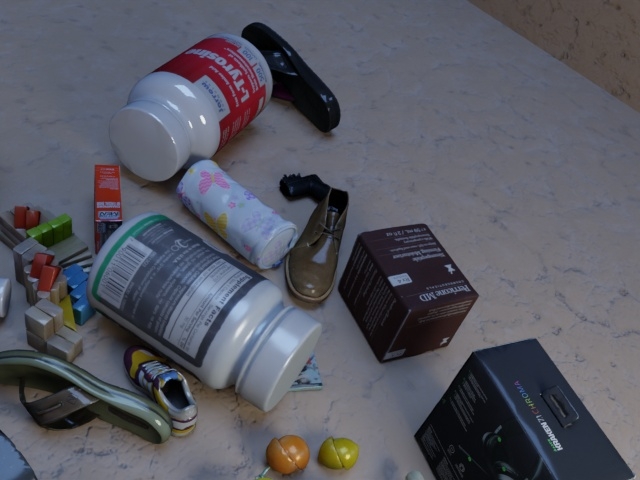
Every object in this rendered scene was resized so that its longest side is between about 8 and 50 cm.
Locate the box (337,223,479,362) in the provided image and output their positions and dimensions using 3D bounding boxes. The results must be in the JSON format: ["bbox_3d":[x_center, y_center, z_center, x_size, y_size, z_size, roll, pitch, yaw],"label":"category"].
[{"bbox_3d":[0.165,0.100,1.264,0.169,0.167,0.203,-9,49,-28],"label":"box"}]

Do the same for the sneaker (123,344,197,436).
[{"bbox_3d":[-0.256,0.225,1.037,0.070,0.084,0.185,-26,58,-39],"label":"sneaker"}]

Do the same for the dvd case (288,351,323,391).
[{"bbox_3d":[-0.050,0.222,1.170,0.087,0.013,0.119,2,45,-19],"label":"dvd case"}]

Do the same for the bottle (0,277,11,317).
[{"bbox_3d":[-0.659,0.081,1.034,0.283,0.092,0.118,7,42,-14],"label":"bottle"}]

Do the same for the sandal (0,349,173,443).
[{"bbox_3d":[-0.371,0.246,0.955,0.303,0.120,0.086,22,55,2],"label":"sandal"}]

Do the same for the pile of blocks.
[{"bbox_3d":[-0.467,0.043,1.132,0.149,0.112,0.362,-11,50,-30],"label":"pile of blocks"}]

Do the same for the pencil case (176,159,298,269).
[{"bbox_3d":[-0.175,-0.060,1.348,0.273,0.113,0.124,37,50,20],"label":"pencil case"}]

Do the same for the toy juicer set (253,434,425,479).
[{"bbox_3d":[0.048,0.402,0.975,0.329,0.089,0.209,17,23,2],"label":"toy juicer set"}]

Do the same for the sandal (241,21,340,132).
[{"bbox_3d":[-0.114,-0.456,1.769,0.107,0.167,0.446,-30,59,-21],"label":"sandal"}]

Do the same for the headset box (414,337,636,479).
[{"bbox_3d":[0.297,0.325,0.988,0.131,0.283,0.246,-6,47,-25],"label":"headset box"}]

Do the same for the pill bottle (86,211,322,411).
[{"bbox_3d":[-0.193,0.120,1.083,0.361,0.204,0.204,31,43,12],"label":"pill bottle"}]

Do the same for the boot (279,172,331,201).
[{"bbox_3d":[-0.034,-0.118,1.515,0.099,0.045,0.121,-10,42,-32],"label":"boot"}]

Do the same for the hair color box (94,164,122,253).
[{"bbox_3d":[-0.424,-0.064,1.275,0.053,0.093,0.167,-1,45,-20],"label":"hair color box"}]

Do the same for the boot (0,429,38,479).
[{"bbox_3d":[-0.515,0.414,0.712,0.367,0.146,0.445,39,41,18],"label":"boot"}]

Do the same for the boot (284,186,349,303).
[{"bbox_3d":[0.000,0.000,1.352,0.112,0.115,0.305,19,43,-3],"label":"boot"}]

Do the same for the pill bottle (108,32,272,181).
[{"bbox_3d":[-0.295,-0.310,1.485,0.229,0.229,0.407,26,42,7],"label":"pill bottle"}]
